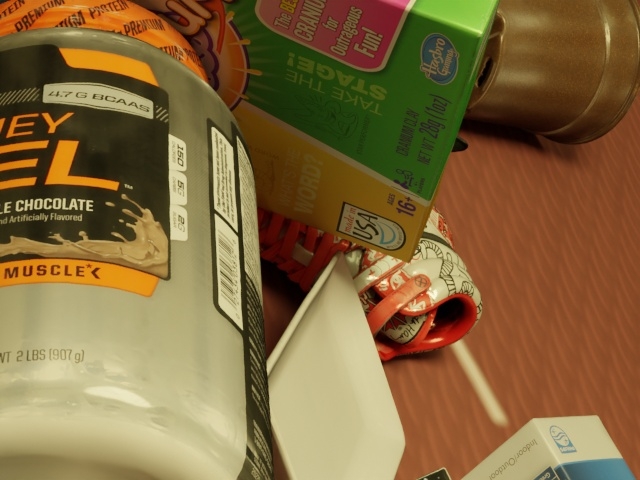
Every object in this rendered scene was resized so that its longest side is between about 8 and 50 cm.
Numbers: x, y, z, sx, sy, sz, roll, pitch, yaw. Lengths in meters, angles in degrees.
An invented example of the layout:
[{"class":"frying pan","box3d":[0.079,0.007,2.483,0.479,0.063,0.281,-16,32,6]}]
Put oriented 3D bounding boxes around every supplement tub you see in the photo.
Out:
[{"class":"supplement tub","box3d":[-0.132,0.032,0.905,0.207,0.207,0.338,27,34,-26]}]

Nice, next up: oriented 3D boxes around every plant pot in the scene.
[{"class":"plant pot","box3d":[0.173,-0.171,1.565,0.165,0.167,0.167,0,51,-41]}]

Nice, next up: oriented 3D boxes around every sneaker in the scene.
[{"class":"sneaker","box3d":[0.001,-0.001,1.211,0.270,0.090,0.145,17,35,-41]}]

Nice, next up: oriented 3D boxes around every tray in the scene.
[{"class":"tray","box3d":[0.002,0.107,1.057,0.270,0.030,0.145,-56,128,-72]}]

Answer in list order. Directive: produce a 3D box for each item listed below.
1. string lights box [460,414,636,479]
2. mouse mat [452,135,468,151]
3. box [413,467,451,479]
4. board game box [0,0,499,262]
[{"class":"string lights box","box3d":[0.169,0.249,1.061,0.077,0.133,0.259,4,48,-48]},{"class":"mouse mat","box3d":[-0.010,-0.086,1.230,0.153,0.190,0.007,24,72,-45]},{"class":"box","box3d":[0.101,0.259,0.962,0.159,0.044,0.233,80,-14,-60]},{"class":"board game box","box3d":[-0.065,-0.124,1.046,0.317,0.242,0.064,20,58,5]}]
